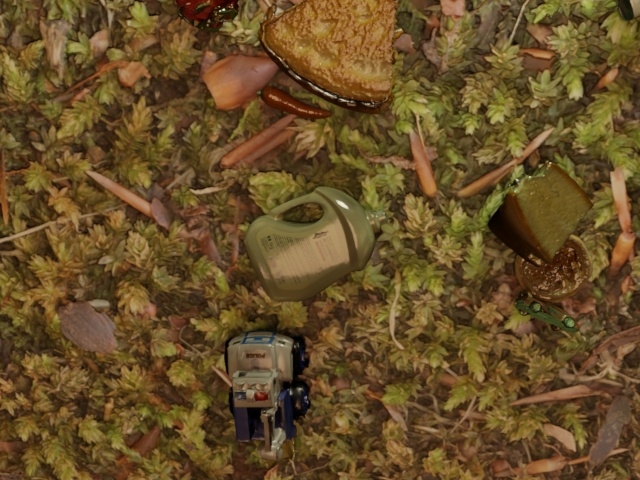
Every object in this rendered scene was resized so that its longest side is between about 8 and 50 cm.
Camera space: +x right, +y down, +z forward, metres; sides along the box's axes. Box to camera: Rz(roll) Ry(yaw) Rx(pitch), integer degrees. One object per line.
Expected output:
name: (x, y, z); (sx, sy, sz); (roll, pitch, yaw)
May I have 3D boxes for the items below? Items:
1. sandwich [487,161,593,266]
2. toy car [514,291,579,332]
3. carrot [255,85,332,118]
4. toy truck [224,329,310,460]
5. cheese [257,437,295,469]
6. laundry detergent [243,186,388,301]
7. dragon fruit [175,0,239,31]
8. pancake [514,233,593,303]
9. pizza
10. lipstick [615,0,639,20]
sandwich: (0.354, -0.044, 1.038); (0.128, 0.235, 0.122); (40, 93, 12)
toy car: (0.415, 0.134, 1.168); (0.121, 0.059, 0.035); (23, 74, -1)
carrot: (-0.049, -0.243, 1.145); (0.142, 0.035, 0.035); (20, 104, -6)
toy truck: (-0.109, 0.282, 1.195); (0.161, 0.177, 0.213); (-2, 103, 8)
cheese: (-0.077, 0.423, 1.294); (0.084, 0.041, 0.060); (-21, 93, 22)
laundry detergent: (0.000, 0.000, 1.164); (0.253, 0.091, 0.181); (-23, 94, 11)
dragon fruit: (-0.190, -0.466, 1.057); (0.135, 0.137, 0.236); (13, 105, 41)
pancake: (0.424, 0.050, 1.164); (0.139, 0.022, 0.140); (1, 104, 6)
pizza: (0.020, -0.371, 1.086); (0.251, 0.074, 0.288); (9, 103, 4)
lipstick: (0.601, -0.428, 1.010); (0.252, 0.079, 0.077); (-23, 101, 12)
